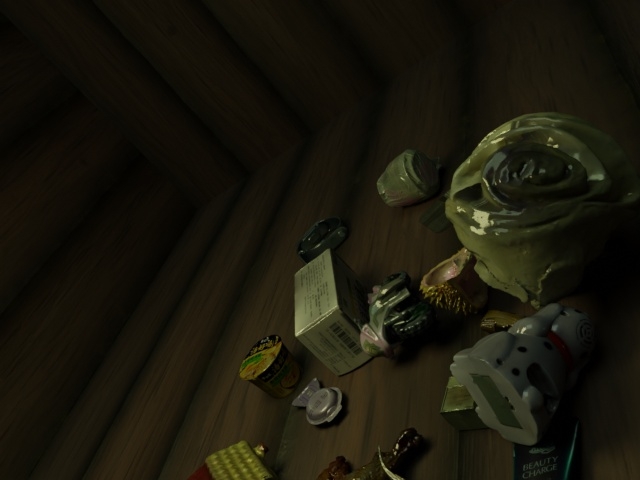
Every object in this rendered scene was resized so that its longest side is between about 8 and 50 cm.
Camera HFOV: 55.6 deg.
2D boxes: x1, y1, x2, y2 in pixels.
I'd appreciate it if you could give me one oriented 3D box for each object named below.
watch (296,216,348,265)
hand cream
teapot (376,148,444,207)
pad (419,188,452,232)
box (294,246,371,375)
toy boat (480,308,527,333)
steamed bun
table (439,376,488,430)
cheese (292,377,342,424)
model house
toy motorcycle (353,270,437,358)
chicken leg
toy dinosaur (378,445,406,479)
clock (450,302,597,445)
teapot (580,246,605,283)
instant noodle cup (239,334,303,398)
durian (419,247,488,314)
[{"bbox_3d":[0.000,0.000,2.166,0.206,0.068,0.193,-45,21,-12],"label":"watch"},{"bbox_3d":[0.340,0.386,0.920,0.120,0.061,0.270,-32,16,35],"label":"hand cream"},{"bbox_3d":[0.278,-0.206,1.956,0.178,0.163,0.221,-31,24,43],"label":"teapot"},{"bbox_3d":[0.410,-0.116,1.708,0.250,0.055,0.323,-41,4,1],"label":"pad"},{"bbox_3d":[0.037,0.184,1.621,0.145,0.173,0.333,-39,22,14],"label":"box"},{"bbox_3d":[0.384,0.174,1.233,0.049,0.047,0.149,-62,23,-11],"label":"toy boat"},{"bbox_3d":[0.390,-0.084,1.118,0.347,0.237,0.394,-14,57,32],"label":"steamed bun"},{"bbox_3d":[0.280,0.303,1.144,0.079,0.062,0.083,-23,29,41],"label":"table"},{"bbox_3d":[-0.003,0.392,1.479,0.105,0.042,0.191,-46,22,-13],"label":"cheese"},{"bbox_3d":[-0.192,0.565,1.326,0.254,0.160,0.196,-46,21,-14],"label":"model house"},{"bbox_3d":[0.166,0.176,1.470,0.188,0.143,0.327,-40,15,5],"label":"toy motorcycle"},{"bbox_3d":[0.059,0.475,1.190,0.322,0.083,0.177,-32,11,29],"label":"chicken leg"},{"bbox_3d":[0.147,0.452,1.084,0.180,0.037,0.058,39,113,34],"label":"toy dinosaur"},{"bbox_3d":[0.373,0.201,1.053,0.254,0.188,0.189,-36,17,-27],"label":"clock"},{"bbox_3d":[0.482,0.009,1.250,0.298,0.139,0.204,-38,20,11],"label":"teapot"},{"bbox_3d":[-0.127,0.350,1.660,0.151,0.122,0.151,-37,23,18],"label":"instant noodle cup"},{"bbox_3d":[0.310,0.087,1.348,0.182,0.165,0.132,-94,17,-56],"label":"durian"}]
